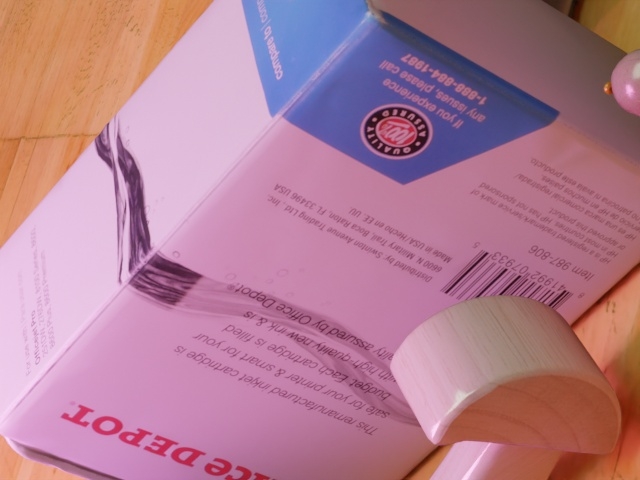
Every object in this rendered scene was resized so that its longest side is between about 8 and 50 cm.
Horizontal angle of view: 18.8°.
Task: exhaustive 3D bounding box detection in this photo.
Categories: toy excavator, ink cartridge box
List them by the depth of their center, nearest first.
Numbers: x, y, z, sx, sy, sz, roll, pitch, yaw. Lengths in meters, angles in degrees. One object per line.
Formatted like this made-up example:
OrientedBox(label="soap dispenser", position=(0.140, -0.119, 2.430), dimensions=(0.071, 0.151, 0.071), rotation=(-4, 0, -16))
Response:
OrientedBox(label="toy excavator", position=(-0.032, 0.257, 1.249), dimensions=(0.222, 0.445, 0.433), rotation=(-121, 20, -50))
OrientedBox(label="ink cartridge box", position=(0.000, 0.000, 1.277), dimensions=(0.395, 0.285, 0.166), rotation=(-45, 37, 26))

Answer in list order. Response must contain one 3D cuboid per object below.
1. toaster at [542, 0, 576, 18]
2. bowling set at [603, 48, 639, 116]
OrientedBox(label="toaster", position=(0.091, -0.210, 1.399), dimensions=(0.168, 0.185, 0.110), rotation=(5, 76, 46))
OrientedBox(label="bowling set", position=(0.289, -0.027, 1.020), dimensions=(0.287, 0.154, 0.200), rotation=(-22, 53, 46))
